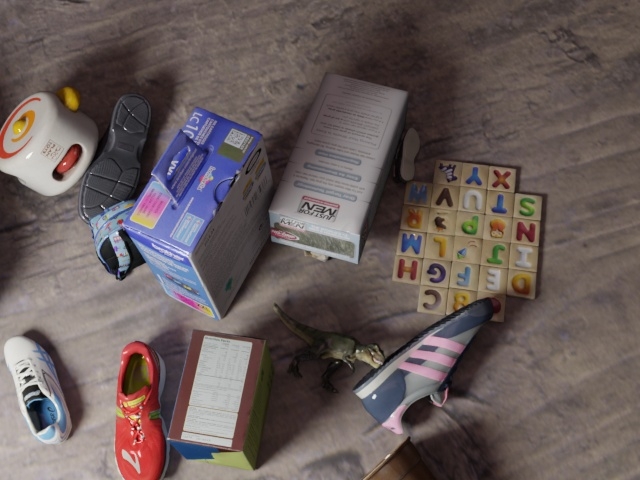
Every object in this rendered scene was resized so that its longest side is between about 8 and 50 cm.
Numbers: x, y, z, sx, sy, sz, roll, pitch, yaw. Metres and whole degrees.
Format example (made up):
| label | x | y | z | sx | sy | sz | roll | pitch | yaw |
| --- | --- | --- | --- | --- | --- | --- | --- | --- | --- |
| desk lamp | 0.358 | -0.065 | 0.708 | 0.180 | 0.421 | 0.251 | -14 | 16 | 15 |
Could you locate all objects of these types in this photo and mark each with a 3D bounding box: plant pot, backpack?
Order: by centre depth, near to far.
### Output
| label | x | y | z | sx | sy | sz | roll | pitch | yaw |
| --- | --- | --- | --- | --- | --- | --- | --- | --- | --- |
| plant pot | 0.150 | 0.460 | 1.629 | 0.167 | 0.167 | 0.165 | -40 | 79 | -14 |
| backpack | -0.381 | -0.019 | 1.839 | 0.158 | 0.173 | 0.117 | -27 | 69 | -8 |

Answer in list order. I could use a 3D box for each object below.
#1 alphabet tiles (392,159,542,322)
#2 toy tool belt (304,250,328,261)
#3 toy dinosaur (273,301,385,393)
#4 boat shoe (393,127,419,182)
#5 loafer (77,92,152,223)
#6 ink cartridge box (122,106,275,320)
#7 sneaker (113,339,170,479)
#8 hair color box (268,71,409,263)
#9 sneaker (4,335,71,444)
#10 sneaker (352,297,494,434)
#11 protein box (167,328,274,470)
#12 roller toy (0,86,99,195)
| label | x | y | z | sx | sy | sz | roll | pitch | yaw |
| --- | --- | --- | --- | --- | --- | --- | --- | --- | --- |
| alphabet tiles | 0.301 | -0.004 | 1.892 | 0.285 | 0.011 | 0.343 | 8 | 68 | 5 |
| toy tool belt | 0.000 | 0.000 | 1.881 | 0.051 | 0.052 | 0.083 | 16 | 68 | 0 |
| toy dinosaur | 0.003 | 0.218 | 1.780 | 0.268 | 0.064 | 0.118 | 19 | 84 | 28 |
| boat shoe | 0.179 | -0.178 | 1.956 | 0.046 | 0.038 | 0.125 | 24 | 63 | -35 |
| loafer | -0.435 | -0.163 | 1.962 | 0.109 | 0.095 | 0.303 | 23 | 72 | -21 |
| ink cartridge box | -0.211 | -0.055 | 1.726 | 0.151 | 0.395 | 0.270 | 24 | 70 | 12 |
| sneaker | -0.344 | 0.320 | 1.723 | 0.107 | 0.118 | 0.279 | -8 | 67 | 0 |
| hair color box | 0.042 | -0.153 | 1.882 | 0.185 | 0.114 | 0.375 | 15 | 59 | 9 |
| sneaker | -0.543 | 0.277 | 1.768 | 0.085 | 0.086 | 0.237 | -29 | 67 | -8 |
| sneaker | 0.219 | 0.236 | 1.756 | 0.319 | 0.112 | 0.131 | -35 | 87 | -9 |
| protein box | -0.174 | 0.291 | 1.683 | 0.135 | 0.200 | 0.201 | 8 | 67 | 6 |
| roller toy | -0.563 | -0.202 | 1.900 | 0.209 | 0.146 | 0.191 | -21 | 52 | 31 |
